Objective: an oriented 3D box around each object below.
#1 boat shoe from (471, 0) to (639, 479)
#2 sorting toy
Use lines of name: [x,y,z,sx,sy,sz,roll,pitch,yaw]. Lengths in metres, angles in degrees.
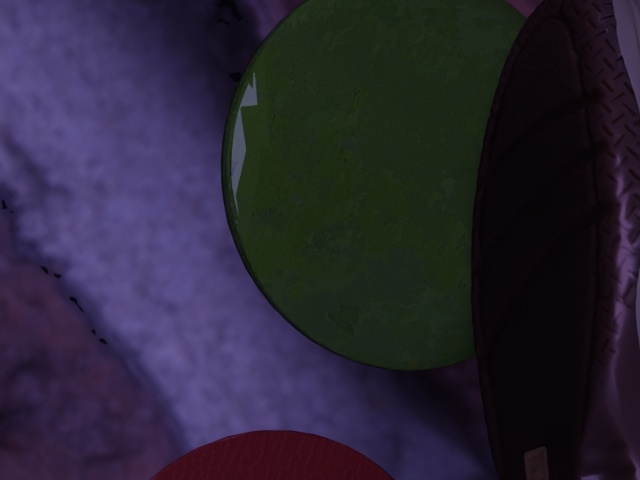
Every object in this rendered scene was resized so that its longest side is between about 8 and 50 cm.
boat shoe: [0.105,0.052,0.533,0.095,0.095,0.257,3,82,-23]
sorting toy: [0.000,0.000,0.613,0.127,0.126,0.366,21,82,-22]
